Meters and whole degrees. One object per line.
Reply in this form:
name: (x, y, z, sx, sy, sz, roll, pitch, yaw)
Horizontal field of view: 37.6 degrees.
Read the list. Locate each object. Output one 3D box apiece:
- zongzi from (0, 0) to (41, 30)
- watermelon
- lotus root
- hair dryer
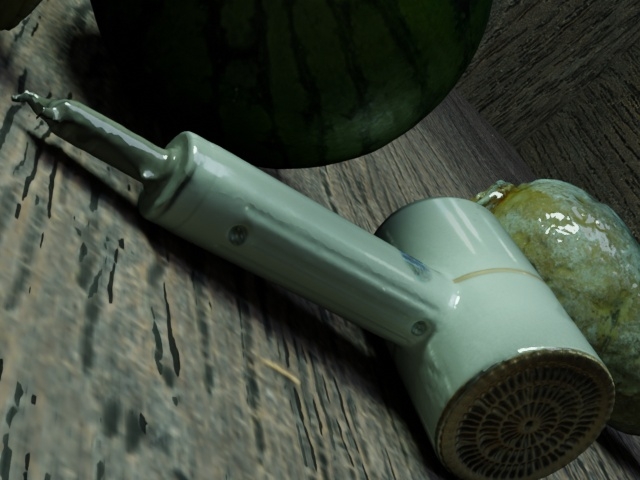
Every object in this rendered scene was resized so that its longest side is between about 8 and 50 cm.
zongzi: (-0.222, -0.223, 0.405, 0.242, 0.112, 0.221, 22, 31, -56)
watermelon: (-0.017, -0.159, 0.559, 0.242, 0.242, 0.242, 43, 16, -15)
lotus root: (0.279, 0.074, 0.936, 0.349, 0.175, 0.175, 47, 15, -1)
hair dryer: (0.000, 0.000, 0.512, 0.357, 0.107, 0.173, 30, 19, -32)
